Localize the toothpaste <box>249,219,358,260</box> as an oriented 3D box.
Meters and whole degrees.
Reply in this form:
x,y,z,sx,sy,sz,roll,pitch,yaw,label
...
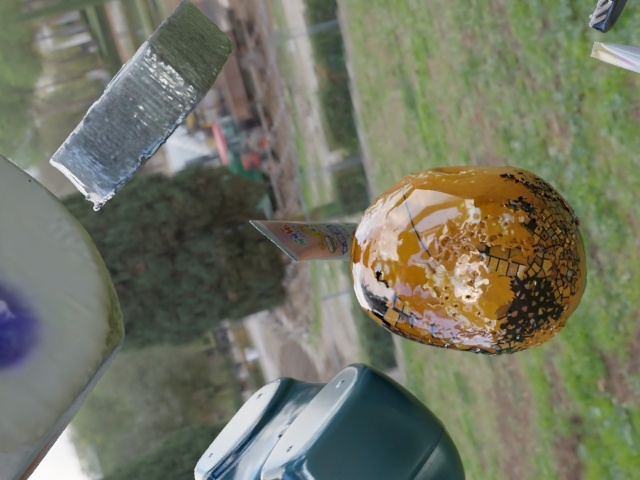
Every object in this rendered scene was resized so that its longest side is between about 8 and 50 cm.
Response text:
x,y,z,sx,sy,sz,roll,pitch,yaw,label
0.000,0.000,1.291,0.067,0.043,0.194,42,-160,24,toothpaste

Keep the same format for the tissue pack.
x,y,z,sx,sy,sz,roll,pitch,yaw,label
0.016,0.259,1.280,0.206,0.198,0.287,48,150,-11,tissue pack

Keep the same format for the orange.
x,y,z,sx,sy,sz,roll,pitch,yaw,label
0.142,0.017,1.184,0.234,0.234,0.182,-125,26,-68,orange

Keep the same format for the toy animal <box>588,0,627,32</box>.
x,y,z,sx,sy,sz,roll,pitch,yaw,label
0.183,-0.278,1.047,0.210,0.117,0.121,52,-174,26,toy animal

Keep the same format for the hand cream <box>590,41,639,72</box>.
x,y,z,sx,sy,sz,roll,pitch,yaw,label
0.505,-0.275,1.863,0.076,0.174,0.047,51,-125,-78,hand cream

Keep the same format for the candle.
x,y,z,sx,sy,sz,roll,pitch,yaw,label
-0.140,-0.120,1.005,0.068,0.192,0.168,39,160,-14,candle

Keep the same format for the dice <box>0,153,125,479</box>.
x,y,z,sx,sy,sz,roll,pitch,yaw,label
-0.299,0.091,0.777,0.251,0.243,0.259,36,133,-4,dice
